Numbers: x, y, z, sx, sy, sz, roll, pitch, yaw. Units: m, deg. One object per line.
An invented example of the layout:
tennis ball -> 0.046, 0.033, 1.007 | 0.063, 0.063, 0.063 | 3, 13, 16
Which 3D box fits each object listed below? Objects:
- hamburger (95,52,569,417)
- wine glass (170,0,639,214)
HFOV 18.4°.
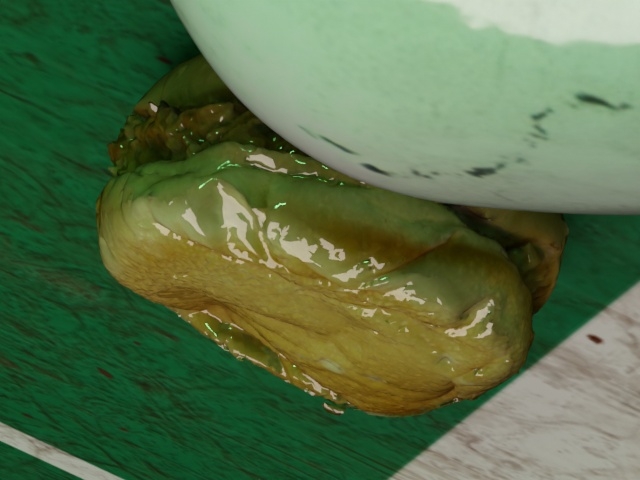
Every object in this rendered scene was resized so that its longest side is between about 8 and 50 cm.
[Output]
hamburger -> 0.000, -0.001, 0.889 | 0.214, 0.108, 0.213 | 20, 156, 10
wine glass -> 0.015, -0.127, 0.486 | 0.323, 0.238, 0.238 | 18, 156, 24
